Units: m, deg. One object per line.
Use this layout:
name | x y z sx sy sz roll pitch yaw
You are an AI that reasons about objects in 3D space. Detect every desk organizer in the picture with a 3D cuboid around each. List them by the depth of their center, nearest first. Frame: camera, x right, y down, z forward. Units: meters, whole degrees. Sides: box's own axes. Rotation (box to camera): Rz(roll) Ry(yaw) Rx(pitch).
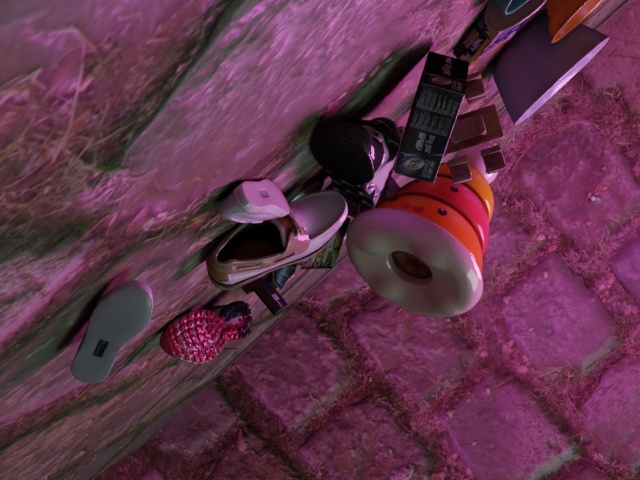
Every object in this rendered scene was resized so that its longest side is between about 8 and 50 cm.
desk organizer | -0.144 0.128 1.697 0.050 0.130 0.047 -42 173 21

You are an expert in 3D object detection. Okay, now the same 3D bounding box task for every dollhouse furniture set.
dollhouse furniture set | 0.285 -0.230 1.562 0.242 0.212 0.161 -16 179 17

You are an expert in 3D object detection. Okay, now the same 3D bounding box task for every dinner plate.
dinner plate | -0.041 -0.078 1.479 0.141 0.017 0.141 -39 172 -7

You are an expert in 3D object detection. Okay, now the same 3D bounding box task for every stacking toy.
stacking toy | 0.311 -0.081 1.736 0.480 0.350 0.350 -55 -179 -31

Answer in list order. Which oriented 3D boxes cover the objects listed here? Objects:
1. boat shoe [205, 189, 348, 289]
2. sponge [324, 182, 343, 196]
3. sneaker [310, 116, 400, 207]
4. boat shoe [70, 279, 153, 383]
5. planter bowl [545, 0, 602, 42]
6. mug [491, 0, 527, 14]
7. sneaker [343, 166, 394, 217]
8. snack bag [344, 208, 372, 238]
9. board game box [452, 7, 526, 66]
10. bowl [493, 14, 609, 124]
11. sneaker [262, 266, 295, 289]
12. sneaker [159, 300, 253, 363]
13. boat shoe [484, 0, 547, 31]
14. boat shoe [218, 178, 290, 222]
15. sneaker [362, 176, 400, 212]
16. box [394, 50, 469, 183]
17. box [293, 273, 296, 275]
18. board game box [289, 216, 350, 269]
boat shoe | -0.071 -0.010 1.288 0.302 0.113 0.103 -33 168 -17
sponge | 0.061 -0.135 1.440 0.210 0.031 0.117 -48 -173 -8
sneaker | 0.074 -0.171 1.225 0.146 0.122 0.330 -61 170 -5
boat shoe | -0.318 0.126 1.053 0.219 0.077 0.070 -49 -156 29
planter bowl | 0.581 -0.561 1.575 0.217 0.090 0.217 -41 172 -7
mug | 0.259 -0.380 0.937 0.129 0.097 0.158 -39 173 -26
sneaker | 0.142 -0.145 1.732 0.225 0.093 0.088 -43 173 8
snack bag | 0.203 -0.074 1.976 0.323 0.037 0.342 -18 175 -27
board game box | 0.352 -0.426 1.352 0.170 0.048 0.141 -37 174 -33
bowl | 0.577 -0.469 1.816 0.311 0.163 0.311 -40 172 -6
sneaker | -0.067 0.042 1.700 0.163 0.086 0.226 -53 162 6
sneaker | -0.278 0.221 1.644 0.112 0.121 0.299 -11 178 26
boat shoe | 0.381 -0.453 1.205 0.228 0.081 0.068 -47 167 20
boat shoe | -0.105 -0.055 1.111 0.063 0.066 0.184 -29 179 17
sneaker | 0.167 -0.120 1.982 0.129 0.111 0.297 -36 172 1
box | 0.197 -0.219 1.230 0.147 0.077 0.180 -70 175 -51
box | -0.128 0.100 1.899 0.087 0.058 0.232 -42 173 2
board game box | 0.000 0.000 1.615 0.259 0.030 0.136 3 104 -70
